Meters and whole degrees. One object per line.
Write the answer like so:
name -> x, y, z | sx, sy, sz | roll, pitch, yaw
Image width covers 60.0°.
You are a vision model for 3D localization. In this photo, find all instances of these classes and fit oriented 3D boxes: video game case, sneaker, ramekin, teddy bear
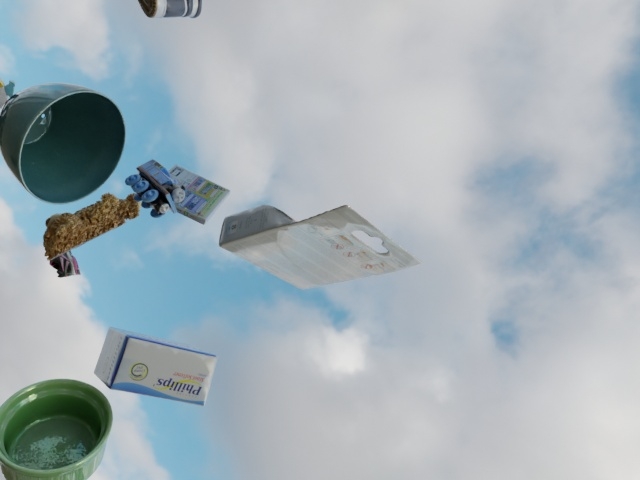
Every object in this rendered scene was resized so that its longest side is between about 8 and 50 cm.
video game case -> -0.392, -0.141, 1.654 | 0.193, 0.212, 0.023 | 26, -59, -2
sneaker -> -0.863, 0.052, 1.837 | 0.178, 0.077, 0.072 | 49, -35, 34
sneaker -> -0.385, -0.654, 1.354 | 0.099, 0.153, 0.282 | -43, -114, 49
ramekin -> -0.743, 0.551, 1.547 | 0.303, 0.303, 0.148 | 34, -53, 24
teddy bear -> -0.682, -0.062, 1.651 | 0.245, 0.338, 0.113 | -19, -78, 52

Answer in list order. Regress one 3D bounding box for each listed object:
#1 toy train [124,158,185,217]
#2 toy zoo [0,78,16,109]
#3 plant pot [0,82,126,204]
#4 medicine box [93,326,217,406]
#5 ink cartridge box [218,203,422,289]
toy train -> -0.411, -0.130, 1.387 | 0.184, 0.105, 0.080 | 36, -27, 38
toy zoo -> -0.933, -0.363, 1.423 | 0.030, 0.293, 0.192 | -127, -161, -56
plant pot -> -0.651, -0.258, 1.338 | 0.195, 0.290, 0.290 | 30, -53, 20
medicine box -> -0.480, 0.359, 1.601 | 0.289, 0.264, 0.149 | -7, -114, 59
ink cartridge box -> 0.000, 0.000, 1.318 | 0.385, 0.308, 0.091 | -16, -125, 37
